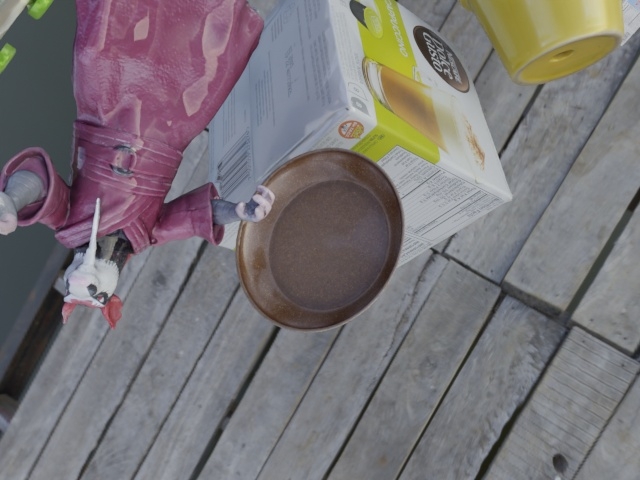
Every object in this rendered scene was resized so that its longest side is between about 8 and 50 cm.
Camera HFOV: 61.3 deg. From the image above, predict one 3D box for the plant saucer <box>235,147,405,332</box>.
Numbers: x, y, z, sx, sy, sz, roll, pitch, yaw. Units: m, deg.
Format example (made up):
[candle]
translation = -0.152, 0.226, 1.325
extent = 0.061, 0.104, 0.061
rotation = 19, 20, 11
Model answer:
[plant saucer]
translation = 0.000, 0.000, 0.573
extent = 0.198, 0.036, 0.199
rotation = -8, 71, 25

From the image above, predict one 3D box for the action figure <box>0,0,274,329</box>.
[action figure]
translation = -0.201, -0.096, 0.526
extent = 0.275, 0.248, 0.370
rotation = 28, 100, 50

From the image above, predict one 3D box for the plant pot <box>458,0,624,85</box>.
[plant pot]
translation = 0.345, -0.386, 0.832
extent = 0.253, 0.254, 0.239
rotation = -15, 82, 16

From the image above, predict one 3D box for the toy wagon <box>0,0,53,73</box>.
[toy wagon]
translation = -0.573, -0.452, 0.862
extent = 0.345, 0.267, 0.068
rotation = -57, 36, -5

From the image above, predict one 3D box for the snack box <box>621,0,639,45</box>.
[snack box]
translation = 0.576, -0.436, 0.949
extent = 0.178, 0.064, 0.022
rotation = -53, 26, 33

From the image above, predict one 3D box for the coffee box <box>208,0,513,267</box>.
[coffee box]
translation = 0.043, -0.167, 0.884
extent = 0.338, 0.334, 0.338
rotation = -37, 47, 40
